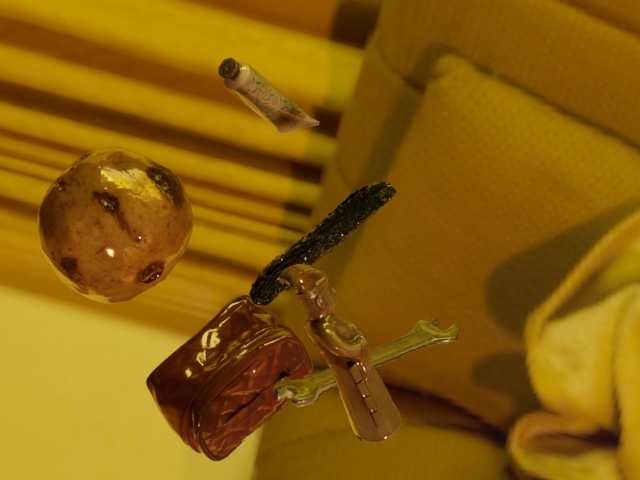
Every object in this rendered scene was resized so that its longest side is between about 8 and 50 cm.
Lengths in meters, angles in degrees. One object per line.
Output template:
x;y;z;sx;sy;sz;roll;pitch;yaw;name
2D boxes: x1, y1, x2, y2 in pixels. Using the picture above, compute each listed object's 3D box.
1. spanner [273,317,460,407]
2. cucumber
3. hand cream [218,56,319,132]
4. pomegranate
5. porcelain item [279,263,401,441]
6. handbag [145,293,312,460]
0.068;0.164;2.029;0.071;0.302;0.017;28;129;45;spanner
0.001;0.000;1.923;0.257;0.044;0.043;-40;1;27;cucumber
-0.075;-0.190;2.029;0.194;0.067;0.042;37;-136;-52;hand cream
-0.363;-0.028;2.655;0.281;0.281;0.281;-165;90;-84;pomegranate
0.021;0.116;1.626;0.213;0.054;0.084;64;163;-19;porcelain item
-0.126;0.199;2.147;0.225;0.135;0.146;-40;-38;-18;handbag
